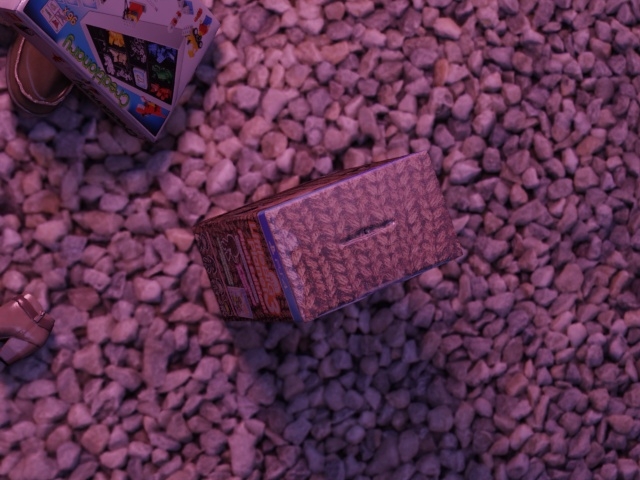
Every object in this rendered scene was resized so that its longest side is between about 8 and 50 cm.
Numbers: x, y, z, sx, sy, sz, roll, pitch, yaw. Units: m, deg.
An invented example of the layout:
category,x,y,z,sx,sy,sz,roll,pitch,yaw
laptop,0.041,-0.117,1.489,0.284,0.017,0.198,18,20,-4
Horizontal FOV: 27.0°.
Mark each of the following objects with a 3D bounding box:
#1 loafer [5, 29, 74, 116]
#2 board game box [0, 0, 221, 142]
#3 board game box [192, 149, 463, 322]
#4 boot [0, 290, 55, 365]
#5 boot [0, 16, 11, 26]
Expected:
category,x,y,z,sx,sy,sz,roll,pitch,yaw
loafer,-0.332,-0.281,1.701,0.094,0.087,0.251,18,80,-21
board game box,-0.258,-0.282,1.666,0.193,0.053,0.305,-62,144,-14
board game box,0.000,0.000,1.717,0.232,0.291,0.141,-22,96,-23
boot,-0.398,0.098,1.683,0.118,0.042,0.087,46,65,-15
boot,-0.464,-0.287,1.654,0.165,0.077,0.213,14,79,-24
